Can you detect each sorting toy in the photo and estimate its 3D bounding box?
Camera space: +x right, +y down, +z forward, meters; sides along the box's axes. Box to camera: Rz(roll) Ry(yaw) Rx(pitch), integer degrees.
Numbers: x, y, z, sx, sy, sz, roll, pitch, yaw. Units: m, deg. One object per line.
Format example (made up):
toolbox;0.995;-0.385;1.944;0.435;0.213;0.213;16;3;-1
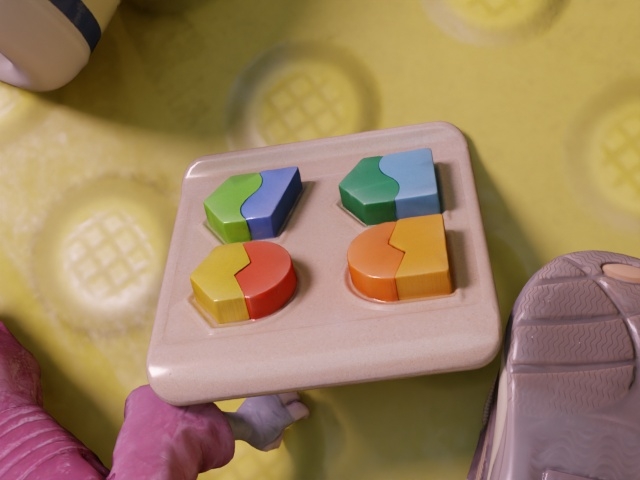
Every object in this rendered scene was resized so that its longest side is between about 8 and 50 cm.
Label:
sorting toy;0.000;0.000;0.665;0.192;0.038;0.208;-8;39;6

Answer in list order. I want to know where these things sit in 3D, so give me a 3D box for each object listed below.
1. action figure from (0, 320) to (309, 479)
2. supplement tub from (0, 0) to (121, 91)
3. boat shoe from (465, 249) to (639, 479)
action figure;-0.168;0.127;0.605;0.370;0.276;0.248;22;75;26
supplement tub;-0.186;-0.285;0.708;0.235;0.235;0.325;26;82;13
boat shoe;0.128;0.186;0.610;0.132;0.130;0.356;17;74;8
